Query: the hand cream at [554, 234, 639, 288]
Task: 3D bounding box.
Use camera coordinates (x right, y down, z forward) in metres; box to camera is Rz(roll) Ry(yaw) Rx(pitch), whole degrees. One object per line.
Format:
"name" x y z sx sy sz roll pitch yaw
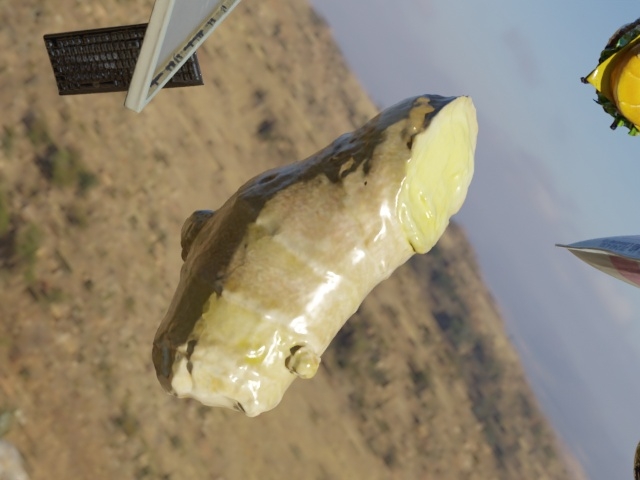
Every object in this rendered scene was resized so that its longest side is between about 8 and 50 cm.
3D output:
"hand cream" 0.457 0.043 1.781 0.358 0.118 0.185 10 3 -33

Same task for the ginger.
"ginger" 0.000 0.000 1.288 0.190 0.354 0.126 46 -11 36

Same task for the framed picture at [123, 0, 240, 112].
"framed picture" -0.079 -0.223 1.199 0.016 0.184 0.250 24 33 3

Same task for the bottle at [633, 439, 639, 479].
"bottle" 0.481 0.389 1.919 0.171 0.171 0.351 43 38 -65

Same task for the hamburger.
"hamburger" 0.409 -0.204 1.835 0.164 0.189 0.093 52 27 -30

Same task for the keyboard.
"keyboard" -0.184 -0.167 1.427 0.010 0.198 0.064 -28 111 -45
